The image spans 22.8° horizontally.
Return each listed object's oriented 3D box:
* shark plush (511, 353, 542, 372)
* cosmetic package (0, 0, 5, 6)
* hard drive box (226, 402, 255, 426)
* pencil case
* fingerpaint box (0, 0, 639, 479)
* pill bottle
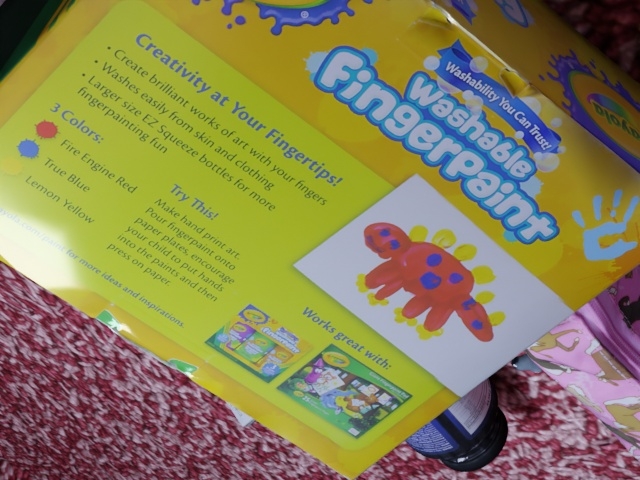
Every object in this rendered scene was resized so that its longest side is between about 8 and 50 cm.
[{"bbox_3d":[0.264,0.112,1.635,0.161,0.073,0.067,28,126,4],"label":"shark plush"},{"bbox_3d":[-0.327,-0.201,1.350,0.385,0.156,0.217,21,134,10],"label":"cosmetic package"},{"bbox_3d":[-0.072,0.090,1.764,0.181,0.089,0.232,56,156,4],"label":"hard drive box"},{"bbox_3d":[0.284,0.102,1.466,0.167,0.160,0.386,-12,137,41],"label":"pencil case"},{"bbox_3d":[-0.014,-0.071,1.177,0.445,0.163,0.371,34,121,-25],"label":"fingerpaint box"},{"bbox_3d":[0.126,0.171,1.795,0.122,0.123,0.219,4,149,38],"label":"pill bottle"}]
